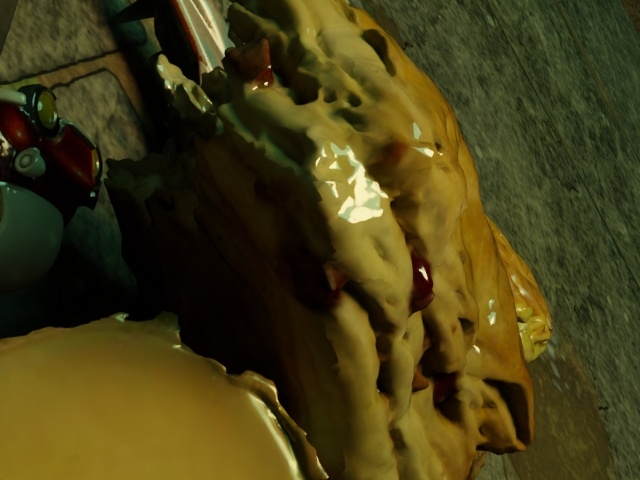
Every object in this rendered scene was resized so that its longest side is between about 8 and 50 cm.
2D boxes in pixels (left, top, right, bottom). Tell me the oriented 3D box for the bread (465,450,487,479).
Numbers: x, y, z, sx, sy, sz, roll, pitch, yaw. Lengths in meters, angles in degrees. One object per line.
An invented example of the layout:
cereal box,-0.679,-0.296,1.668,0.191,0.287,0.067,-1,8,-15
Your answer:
bread,0.058,0.105,1.286,0.230,0.123,0.230,46,27,-32

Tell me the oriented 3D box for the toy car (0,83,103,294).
toy car,-0.191,-0.022,0.967,0.139,0.112,0.112,38,49,-59

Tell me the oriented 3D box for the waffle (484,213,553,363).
waffle,0.113,-0.016,1.484,0.325,0.068,0.302,47,10,-14

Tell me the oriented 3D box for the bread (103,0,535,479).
bread,0.000,0.000,0.960,0.314,0.192,0.370,53,-24,44

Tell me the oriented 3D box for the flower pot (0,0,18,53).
flower pot,-0.251,-0.292,0.863,0.251,0.379,0.379,12,42,-8

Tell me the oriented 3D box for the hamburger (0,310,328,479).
hamburger,-0.118,0.157,0.825,0.237,0.149,0.237,4,70,-12

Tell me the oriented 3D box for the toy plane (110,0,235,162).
toy plane,-0.091,-0.134,1.257,0.326,0.104,0.223,56,25,-6
